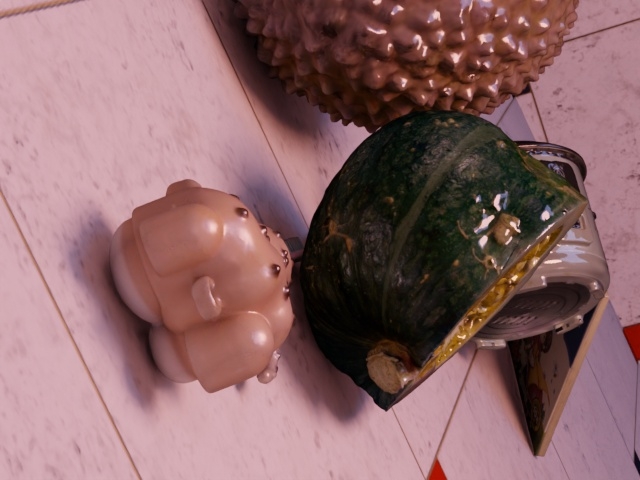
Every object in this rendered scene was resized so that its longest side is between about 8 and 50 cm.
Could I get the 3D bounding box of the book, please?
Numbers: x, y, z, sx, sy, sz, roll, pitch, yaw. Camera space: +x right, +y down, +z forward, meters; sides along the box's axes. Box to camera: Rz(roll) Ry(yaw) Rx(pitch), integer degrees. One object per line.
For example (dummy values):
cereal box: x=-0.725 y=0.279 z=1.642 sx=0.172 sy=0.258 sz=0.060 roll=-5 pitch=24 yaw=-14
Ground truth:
book: x=0.316 y=0.108 z=2.354 sx=0.228 sy=0.018 sz=0.322 roll=-99 pitch=-164 yaw=-46

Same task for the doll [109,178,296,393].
doll: x=-0.073 y=0.035 z=1.305 sx=0.278 sy=0.119 sz=0.154 roll=30 pitch=39 yaw=-82

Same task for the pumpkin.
pumpkin: x=0.085 y=0.003 z=1.613 sx=0.197 sy=0.293 sz=0.263 roll=42 pitch=53 yaw=9

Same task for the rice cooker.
rice cooker: x=0.229 y=-0.006 z=2.152 sx=0.281 sy=0.241 sz=0.227 roll=3 pitch=62 yaw=-29

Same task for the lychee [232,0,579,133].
lychee: x=0.089 y=-0.288 z=1.859 sx=0.380 sy=0.380 sz=0.432 roll=61 pitch=38 yaw=-20

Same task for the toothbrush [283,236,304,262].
toothbrush: x=0.000 y=0.000 z=1.762 sx=0.269 sy=0.021 sz=0.027 roll=-21 pitch=93 yaw=-76
